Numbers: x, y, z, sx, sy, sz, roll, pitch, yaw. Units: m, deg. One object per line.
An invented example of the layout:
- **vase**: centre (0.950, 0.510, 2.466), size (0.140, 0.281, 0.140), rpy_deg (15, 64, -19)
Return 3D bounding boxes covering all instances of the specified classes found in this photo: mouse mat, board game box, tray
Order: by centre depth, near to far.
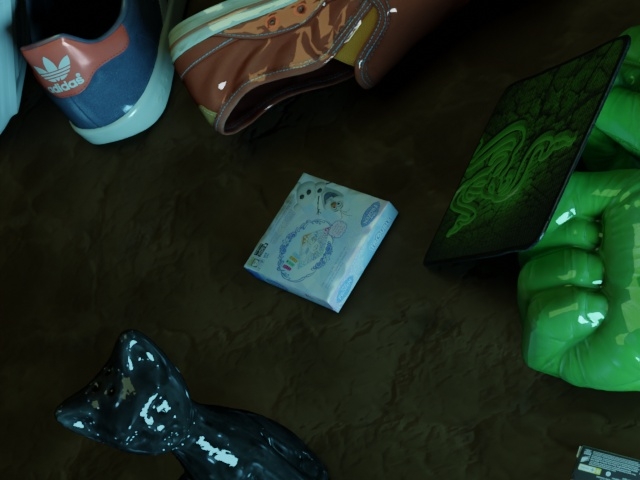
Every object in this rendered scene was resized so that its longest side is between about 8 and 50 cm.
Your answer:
- **mouse mat**: centre (0.131, -0.054, 0.851), size (0.152, 0.007, 0.190), rpy_deg (-64, 12, -12)
- **board game box**: centre (0.000, 0.000, 0.971), size (0.090, 0.020, 0.090), rpy_deg (21, 73, 40)
- **tray**: centre (-0.288, -0.217, 1.170), size (0.030, 0.270, 0.145), rpy_deg (5, 57, -8)

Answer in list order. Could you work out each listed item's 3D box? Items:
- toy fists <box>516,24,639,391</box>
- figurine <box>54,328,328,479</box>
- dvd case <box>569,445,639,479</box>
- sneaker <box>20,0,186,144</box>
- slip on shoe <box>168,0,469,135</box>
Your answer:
- **toy fists**: centre (0.209, -0.034, 0.812), size (0.142, 0.096, 0.279), rpy_deg (9, 67, 39)
- **figurine**: centre (-0.126, 0.175, 0.807), size (0.215, 0.209, 0.092), rpy_deg (-49, 48, -4)
- **dvd case**: centre (0.173, 0.185, 0.746), size (0.087, 0.013, 0.119), rpy_deg (9, 65, 36)
- **sneaker**: centre (-0.200, -0.265, 1.185), size (0.131, 0.148, 0.350), rpy_deg (-18, 53, 22)
- **slip on shoe**: centre (0.040, -0.172, 1.013), size (0.331, 0.123, 0.101), rpy_deg (-20, 84, 14)
